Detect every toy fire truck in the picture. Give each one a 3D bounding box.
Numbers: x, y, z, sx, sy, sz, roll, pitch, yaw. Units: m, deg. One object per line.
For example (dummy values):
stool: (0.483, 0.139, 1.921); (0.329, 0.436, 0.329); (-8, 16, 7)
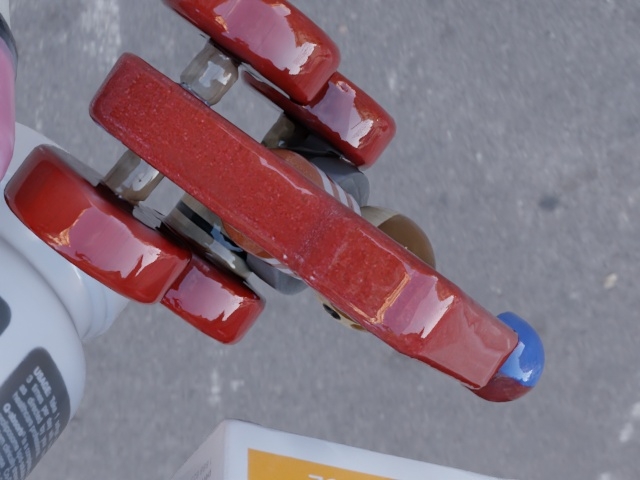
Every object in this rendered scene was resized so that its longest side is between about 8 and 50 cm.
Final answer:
toy fire truck: (0.000, 0.000, 0.799); (0.169, 0.254, 0.302); (-52, 158, 0)

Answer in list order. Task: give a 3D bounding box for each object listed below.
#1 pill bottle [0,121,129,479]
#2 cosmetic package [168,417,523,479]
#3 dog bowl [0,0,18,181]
pill bottle: (-0.277, 0.101, 0.916); (0.210, 0.363, 0.210); (23, 143, 19)
cosmetic package: (0.012, 0.352, 0.850); (0.230, 0.453, 0.161); (14, 143, -22)
dog bowl: (-0.305, -0.053, 0.585); (0.408, 0.408, 0.150); (-21, 81, 6)
